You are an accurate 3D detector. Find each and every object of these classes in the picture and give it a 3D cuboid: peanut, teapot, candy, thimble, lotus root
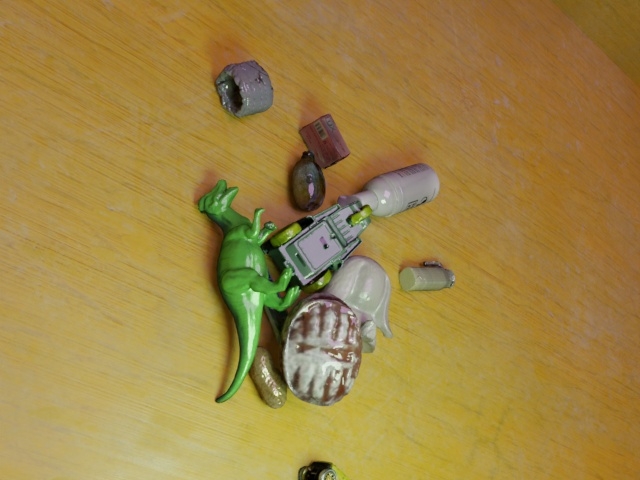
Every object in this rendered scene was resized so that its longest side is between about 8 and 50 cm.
[{"bbox_3d":[-0.139,0.364,1.565,0.080,0.080,0.174,-23,89,-38],"label":"peanut"},{"bbox_3d":[0.362,0.118,1.996,0.200,0.077,0.107,3,55,-35],"label":"teapot"},{"bbox_3d":[0.001,0.285,1.528,0.214,0.157,0.289,5,91,-9],"label":"candy"},{"bbox_3d":[-0.222,-0.443,1.716,0.118,0.127,0.151,-24,85,-39],"label":"thimble"},{"bbox_3d":[-0.038,-0.185,1.795,0.113,0.088,0.192,15,66,-49],"label":"lotus root"}]

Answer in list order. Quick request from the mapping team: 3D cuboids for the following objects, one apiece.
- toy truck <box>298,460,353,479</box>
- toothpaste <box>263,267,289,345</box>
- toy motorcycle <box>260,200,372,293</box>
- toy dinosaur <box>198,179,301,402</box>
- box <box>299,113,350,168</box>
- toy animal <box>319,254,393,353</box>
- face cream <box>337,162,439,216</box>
[{"bbox_3d":[-0.005,0.728,1.517,0.157,0.124,0.272,39,58,-19],"label":"toy truck"},{"bbox_3d":[-0.146,0.147,1.647,0.075,0.048,0.296,-25,94,-37],"label":"toothpaste"},{"bbox_3d":[0.000,0.000,1.711,0.326,0.200,0.191,-37,99,-26],"label":"toy motorcycle"},{"bbox_3d":[-0.264,0.122,1.533,0.375,0.144,0.500,32,86,16],"label":"toy dinosaur"},{"bbox_3d":[0.014,-0.311,1.853,0.060,0.111,0.156,-31,96,-45],"label":"box"},{"bbox_3d":[0.111,0.173,1.720,0.272,0.206,0.265,29,65,-22],"label":"toy animal"},{"bbox_3d":[0.223,-0.150,1.932,0.370,0.145,0.145,-21,89,-37],"label":"face cream"}]
